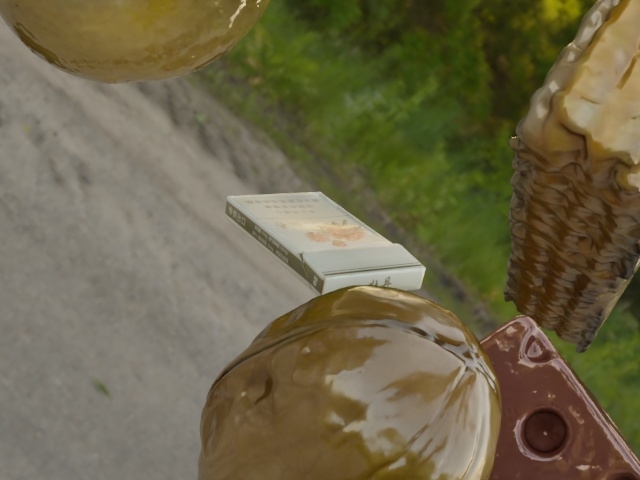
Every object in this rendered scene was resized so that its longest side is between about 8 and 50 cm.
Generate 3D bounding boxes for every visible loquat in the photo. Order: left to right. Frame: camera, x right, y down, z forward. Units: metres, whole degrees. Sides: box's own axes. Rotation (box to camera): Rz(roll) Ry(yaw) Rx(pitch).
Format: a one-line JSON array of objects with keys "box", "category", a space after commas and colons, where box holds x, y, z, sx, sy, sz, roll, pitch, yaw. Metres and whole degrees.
[{"box": [-0.088, -0.162, 0.701, 0.204, 0.172, 0.149, 23, -26, 33], "category": "loquat"}]

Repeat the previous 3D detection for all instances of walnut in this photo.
[{"box": [0.014, 0.117, 0.847, 0.167, 0.207, 0.167, 35, 39, -34], "category": "walnut"}]

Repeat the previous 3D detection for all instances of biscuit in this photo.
[{"box": [0.123, -0.023, 0.572, 0.054, 0.094, 0.379, 31, -5, 12], "category": "biscuit"}]

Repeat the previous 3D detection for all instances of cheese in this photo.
[{"box": [0.195, 0.183, 1.187, 0.203, 0.128, 0.177, 54, 6, 14], "category": "cheese"}]

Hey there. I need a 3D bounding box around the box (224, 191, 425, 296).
[{"box": [0.000, 0.000, 1.277, 0.109, 0.029, 0.198, -5, 24, -30], "category": "box"}]
